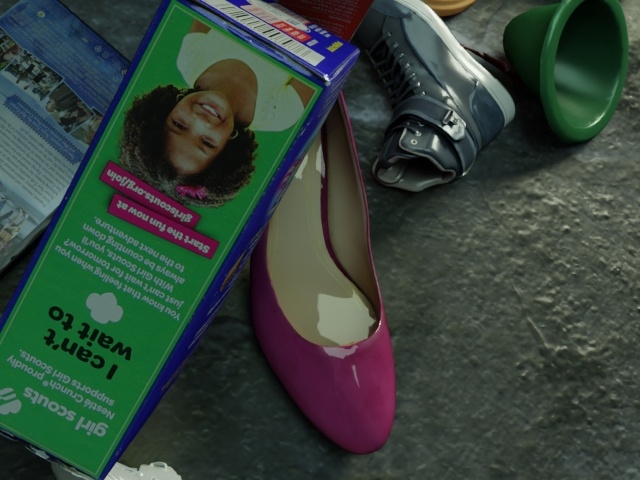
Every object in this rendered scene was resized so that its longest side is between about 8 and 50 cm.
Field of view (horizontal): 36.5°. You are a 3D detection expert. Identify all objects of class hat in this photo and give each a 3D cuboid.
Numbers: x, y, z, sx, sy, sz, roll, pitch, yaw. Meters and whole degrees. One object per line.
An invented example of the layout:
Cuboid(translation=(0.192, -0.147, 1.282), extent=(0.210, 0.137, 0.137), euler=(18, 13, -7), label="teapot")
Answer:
Cuboid(translation=(0.224, -0.218, 1.112), extent=(0.173, 0.183, 0.208), euler=(-55, 134, -19), label="hat")

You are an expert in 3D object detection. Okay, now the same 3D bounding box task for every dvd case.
Cuboid(translation=(-0.283, -0.105, 0.907), extent=(0.180, 0.022, 0.253), euler=(41, 64, -1), label="dvd case")

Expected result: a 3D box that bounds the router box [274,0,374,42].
Cuboid(translation=(0.005, -0.351, 0.936), extent=(0.082, 0.301, 0.336), euler=(10, 68, -14), label="router box")

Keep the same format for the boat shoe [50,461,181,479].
Cuboid(translation=(-0.137, 0.221, 0.812), extent=(0.184, 0.066, 0.063), euler=(34, 50, -1), label="boat shoe")

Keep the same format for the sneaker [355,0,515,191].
Cuboid(translation=(0.080, -0.155, 1.006), extent=(0.226, 0.086, 0.163), euler=(41, 61, -1), label="sneaker")

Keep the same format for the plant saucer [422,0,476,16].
Cuboid(translation=(0.112, -0.348, 1.101), extent=(0.199, 0.037, 0.200), euler=(10, 64, -21), label="plant saucer")

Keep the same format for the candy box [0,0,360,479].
Cuboid(translation=(-0.103, -0.022, 0.725), extent=(0.122, 0.268, 0.317), euler=(29, 105, -2), label="candy box")

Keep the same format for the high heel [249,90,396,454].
Cuboid(translation=(0.000, 0.000, 0.869), extent=(0.127, 0.181, 0.377), euler=(-16, 76, -22), label="high heel")
